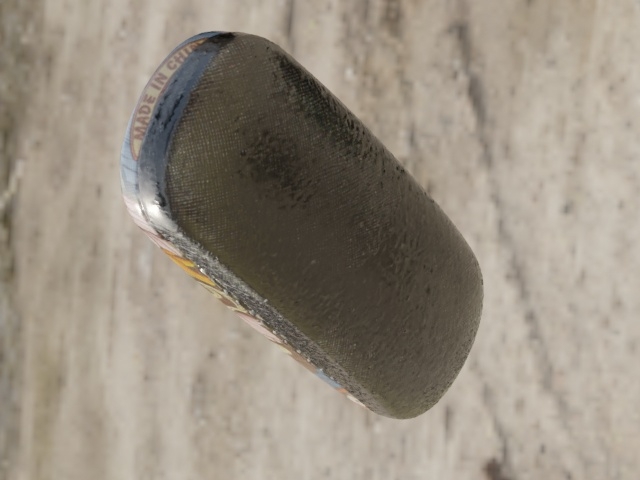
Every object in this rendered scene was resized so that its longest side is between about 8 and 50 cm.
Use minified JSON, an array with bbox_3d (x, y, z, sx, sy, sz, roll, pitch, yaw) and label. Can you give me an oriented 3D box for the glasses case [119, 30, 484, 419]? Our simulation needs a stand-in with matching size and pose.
[{"bbox_3d":[0.000,0.000,0.999,0.082,0.321,0.122,12,69,39],"label":"glasses case"}]
